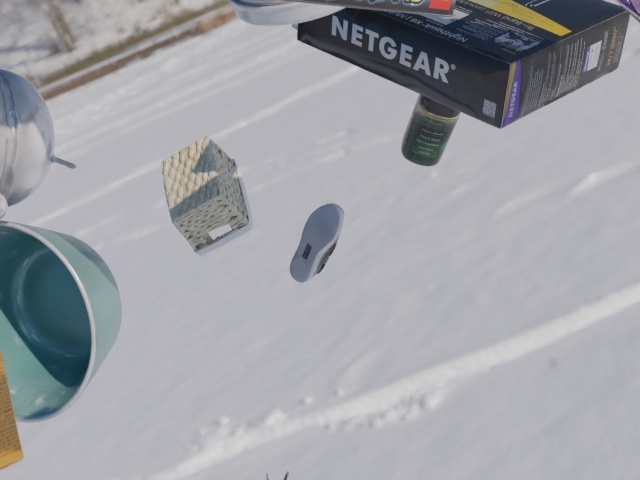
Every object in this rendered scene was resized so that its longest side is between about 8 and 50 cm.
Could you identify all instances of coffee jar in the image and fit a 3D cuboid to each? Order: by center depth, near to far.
[{"bbox_3d":[0.199,-0.217,1.899,0.184,0.079,0.096,107,180,-58],"label":"coffee jar"}]

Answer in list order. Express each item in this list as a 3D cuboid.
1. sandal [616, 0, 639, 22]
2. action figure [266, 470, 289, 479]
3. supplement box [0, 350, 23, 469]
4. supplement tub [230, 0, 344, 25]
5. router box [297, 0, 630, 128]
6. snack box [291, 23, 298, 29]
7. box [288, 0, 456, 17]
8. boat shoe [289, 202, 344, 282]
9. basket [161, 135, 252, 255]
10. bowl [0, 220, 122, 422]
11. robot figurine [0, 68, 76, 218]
[{"bbox_3d":[0.288,-0.256,0.959,0.102,0.416,0.169,-35,19,-6],"label":"sandal"},{"bbox_3d":[-0.075,0.387,1.204,0.185,0.284,0.099,16,5,10],"label":"action figure"},{"bbox_3d":[-0.448,0.180,1.382,0.078,0.233,0.080,-13,2,13],"label":"supplement box"},{"bbox_3d":[-0.048,-0.384,1.142,0.191,0.272,0.191,-12,33,8],"label":"supplement tub"},{"bbox_3d":[0.164,-0.253,1.283,0.309,0.081,0.243,30,42,34],"label":"router box"},{"bbox_3d":[0.052,-0.385,1.537,0.174,0.070,0.207,-52,9,34],"label":"snack box"},{"bbox_3d":[0.023,-0.203,0.677,0.036,0.114,0.207,28,23,37],"label":"box"},{"bbox_3d":[0.000,0.000,1.495,0.040,0.049,0.142,-23,-28,-46],"label":"boat shoe"},{"bbox_3d":[-0.197,-0.079,1.847,0.113,0.103,0.167,-28,46,13],"label":"basket"},{"bbox_3d":[-0.433,0.106,1.690,0.312,0.311,0.163,-18,5,27],"label":"bowl"},{"bbox_3d":[-0.523,-0.144,1.508,0.354,0.299,0.199,0,-39,-34],"label":"robot figurine"}]
